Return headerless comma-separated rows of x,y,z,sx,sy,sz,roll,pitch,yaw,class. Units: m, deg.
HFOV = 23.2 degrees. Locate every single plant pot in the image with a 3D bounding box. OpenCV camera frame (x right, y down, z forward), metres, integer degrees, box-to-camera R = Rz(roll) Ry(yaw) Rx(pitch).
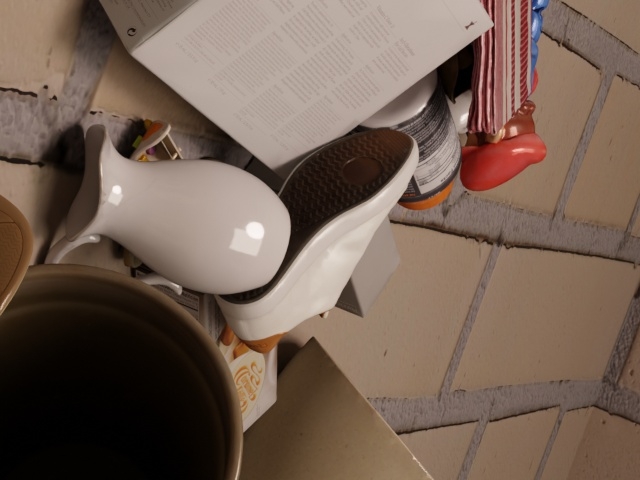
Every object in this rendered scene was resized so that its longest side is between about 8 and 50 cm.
-0.232,0.222,1.407,0.323,0.323,0.280,-56,169,-24,plant pot

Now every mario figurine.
0.226,-0.229,2.156,0.198,0.170,0.321,6,96,-27,mario figurine

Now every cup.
0.008,0.320,1.956,0.237,0.331,0.331,-40,151,-2,cup

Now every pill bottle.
0.103,-0.131,1.930,0.130,0.130,0.246,-59,154,-18,pill bottle

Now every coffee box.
-0.123,0.104,1.711,0.141,0.098,0.246,-41,144,-44,coffee box

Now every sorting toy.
-0.173,-0.073,1.542,0.075,0.045,0.083,-52,150,-16,sorting toy

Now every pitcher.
-0.149,-0.002,1.496,0.207,0.125,0.178,18,114,-25,pitcher

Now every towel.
0.220,-0.268,1.889,0.329,0.037,0.237,-41,132,-70,towel

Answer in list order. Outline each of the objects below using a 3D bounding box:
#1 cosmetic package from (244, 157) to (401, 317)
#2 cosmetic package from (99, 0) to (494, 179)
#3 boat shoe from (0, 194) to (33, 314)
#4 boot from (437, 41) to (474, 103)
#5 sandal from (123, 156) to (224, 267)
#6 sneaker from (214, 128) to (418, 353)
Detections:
0.005,-0.023,1.833,0.107,0.127,0.238,-55,150,-25,cosmetic package
-0.011,-0.228,1.520,0.284,0.097,0.377,-34,156,8,cosmetic package
-0.365,0.090,1.232,0.341,0.121,0.110,-49,-174,-29,boat shoe
0.154,-0.269,1.840,0.112,0.115,0.305,-30,158,-7,boot
-0.143,-0.031,1.621,0.180,0.049,0.072,-40,143,-45,sandal
0.000,0.000,1.648,0.290,0.106,0.123,-44,143,-23,sneaker
